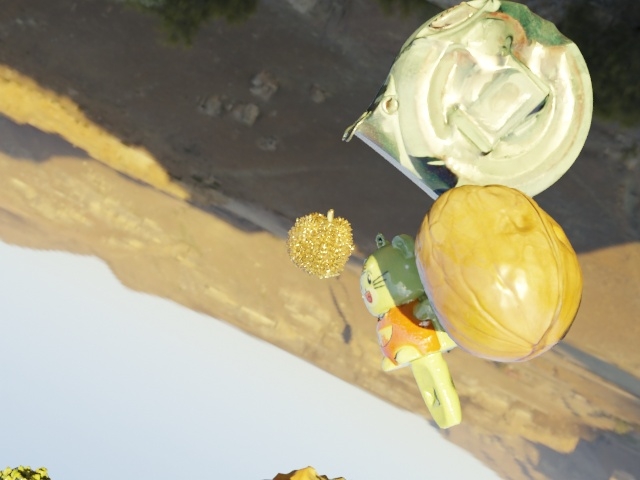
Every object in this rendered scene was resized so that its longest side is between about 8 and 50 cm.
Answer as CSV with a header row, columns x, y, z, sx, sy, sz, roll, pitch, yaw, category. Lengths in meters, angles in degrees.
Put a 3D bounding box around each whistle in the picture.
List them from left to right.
x,y,z,sx,sy,sz,roll,pitch,yaw,category
0.129,0.121,1.199,0.106,0.289,0.131,-11,165,-28,whistle

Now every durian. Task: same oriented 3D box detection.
x,y,z,sx,sy,sz,roll,pitch,yaw,category
0.000,0.000,0.991,0.080,0.091,0.080,10,-147,-6,durian

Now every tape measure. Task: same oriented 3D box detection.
x,y,z,sx,sy,sz,roll,pitch,yaw,category
0.201,-0.161,1.076,0.256,0.275,0.147,39,180,-8,tape measure

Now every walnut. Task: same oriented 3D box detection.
x,y,z,sx,sy,sz,roll,pitch,yaw,category
0.190,0.030,0.927,0.167,0.167,0.207,33,-149,-47,walnut

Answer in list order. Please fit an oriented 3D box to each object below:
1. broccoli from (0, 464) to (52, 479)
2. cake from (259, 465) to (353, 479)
x,y,z,sx,sy,sz,roll,pitch,yaw,category
-0.414,0.441,1.258,0.242,0.180,0.273,50,153,0,broccoli
-0.052,0.402,0.775,0.293,0.314,0.307,38,-155,-52,cake
